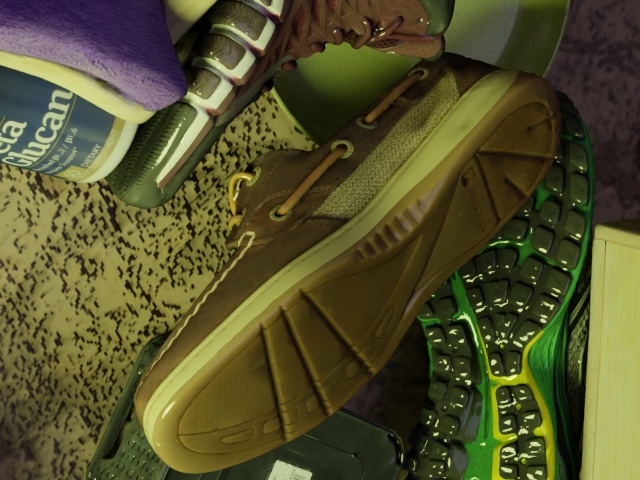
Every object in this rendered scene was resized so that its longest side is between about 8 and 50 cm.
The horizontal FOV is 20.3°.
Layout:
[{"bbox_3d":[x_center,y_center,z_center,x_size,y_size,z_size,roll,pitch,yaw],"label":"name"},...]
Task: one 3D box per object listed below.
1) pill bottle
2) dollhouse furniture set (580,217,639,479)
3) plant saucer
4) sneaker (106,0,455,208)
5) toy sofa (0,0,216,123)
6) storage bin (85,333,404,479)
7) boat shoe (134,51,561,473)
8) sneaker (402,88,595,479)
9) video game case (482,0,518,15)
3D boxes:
[{"bbox_3d":[-0.193,-0.094,1.015,0.169,0.094,0.094,14,93,-36],"label":"pill bottle"},{"bbox_3d":[0.384,0.106,1.289,0.394,0.362,0.256,-8,106,-37],"label":"dollhouse furniture set"},{"bbox_3d":[0.057,-0.167,1.191,0.241,0.037,0.241,-7,107,-24],"label":"plant saucer"},{"bbox_3d":[-0.003,-0.120,1.095,0.162,0.106,0.281,29,92,-31],"label":"sneaker"},{"bbox_3d":[-0.188,-0.205,0.912,0.362,0.150,0.177,15,49,-36],"label":"toy sofa"},{"bbox_3d":[-0.047,0.150,1.184,0.180,0.084,0.122,26,86,-36],"label":"storage bin"},{"bbox_3d":[0.000,0.000,1.113,0.342,0.123,0.123,-45,143,-18],"label":"boat shoe"},{"bbox_3d":[0.133,0.059,1.283,0.146,0.134,0.344,1,97,-66],"label":"sneaker"},{"bbox_3d":[0.180,-0.292,1.272,0.227,0.026,0.206,-25,115,-29],"label":"video game case"}]
